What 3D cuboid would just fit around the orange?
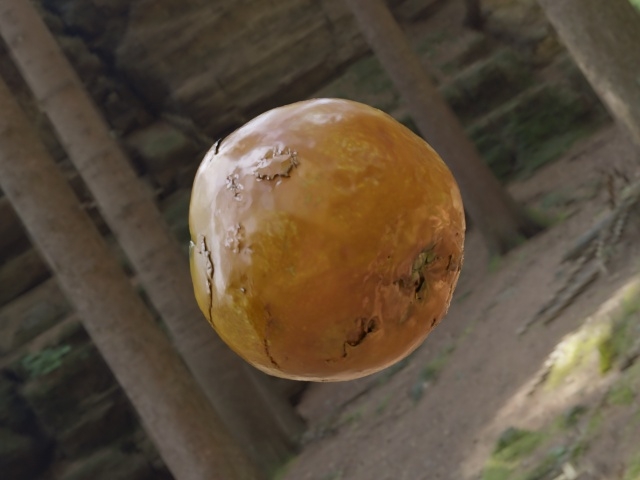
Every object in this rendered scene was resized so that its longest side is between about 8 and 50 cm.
[{"bbox_3d":[0.000,0.000,1.071,0.246,0.246,0.246,-33,-1,-1],"label":"orange"}]
